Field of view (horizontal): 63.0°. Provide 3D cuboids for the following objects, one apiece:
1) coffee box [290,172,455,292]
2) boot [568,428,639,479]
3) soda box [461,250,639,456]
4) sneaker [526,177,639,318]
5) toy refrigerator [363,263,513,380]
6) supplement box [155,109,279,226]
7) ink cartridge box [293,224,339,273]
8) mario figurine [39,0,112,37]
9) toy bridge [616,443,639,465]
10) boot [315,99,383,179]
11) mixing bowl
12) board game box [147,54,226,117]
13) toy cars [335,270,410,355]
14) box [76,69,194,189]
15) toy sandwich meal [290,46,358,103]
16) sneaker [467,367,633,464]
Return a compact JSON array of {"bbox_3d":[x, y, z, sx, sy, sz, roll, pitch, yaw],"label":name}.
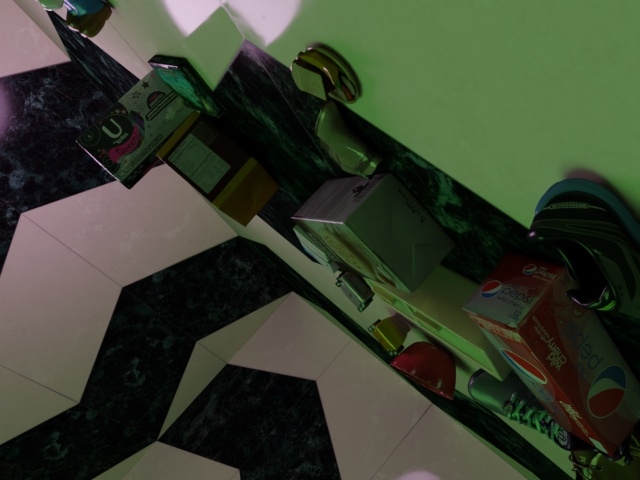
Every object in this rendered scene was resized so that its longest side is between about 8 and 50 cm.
[{"bbox_3d":[0.066,-0.017,0.792,0.141,0.098,0.246,46,170,-16],"label":"coffee box"},{"bbox_3d":[0.435,0.336,0.816,0.305,0.115,0.112,47,173,-13],"label":"boot"},{"bbox_3d":[0.282,0.135,0.612,0.263,0.092,0.083,47,170,-26],"label":"soda box"},{"bbox_3d":[0.237,0.035,0.406,0.188,0.078,0.067,42,170,1],"label":"sneaker"},{"bbox_3d":[0.190,0.104,0.835,0.269,0.094,0.102,33,166,47],"label":"toy refrigerator"},{"bbox_3d":[-0.223,-0.155,1.175,0.194,0.129,0.191,40,178,13],"label":"supplement box"},{"bbox_3d":[0.000,0.000,1.231,0.104,0.060,0.180,39,169,22],"label":"ink cartridge box"},{"bbox_3d":[-0.567,-0.503,0.967,0.198,0.170,0.320,-8,148,31],"label":"mario figurine"},{"bbox_3d":[0.492,0.331,0.741,0.188,0.026,0.063,31,-163,5],"label":"toy bridge"},{"bbox_3d":[0.039,-0.121,0.654,0.087,0.042,0.118,34,170,10],"label":"boot"},{"bbox_3d":[0.280,0.325,1.357,0.181,0.098,0.181,28,168,7],"label":"mixing bowl"},{"bbox_3d":[-0.274,-0.316,1.063,0.186,0.026,0.126,30,164,52],"label":"board game box"},{"bbox_3d":[0.148,0.178,1.358,0.176,0.087,0.394,40,168,51],"label":"toy cars"},{"bbox_3d":[-0.442,-0.267,1.277,0.142,0.247,0.163,43,170,-9],"label":"box"},{"bbox_3d":[0.004,-0.175,0.568,0.085,0.029,0.085,41,170,9],"label":"toy sandwich meal"},{"bbox_3d":[0.316,0.240,0.735,0.223,0.083,0.098,9,-162,25],"label":"sneaker"}]
